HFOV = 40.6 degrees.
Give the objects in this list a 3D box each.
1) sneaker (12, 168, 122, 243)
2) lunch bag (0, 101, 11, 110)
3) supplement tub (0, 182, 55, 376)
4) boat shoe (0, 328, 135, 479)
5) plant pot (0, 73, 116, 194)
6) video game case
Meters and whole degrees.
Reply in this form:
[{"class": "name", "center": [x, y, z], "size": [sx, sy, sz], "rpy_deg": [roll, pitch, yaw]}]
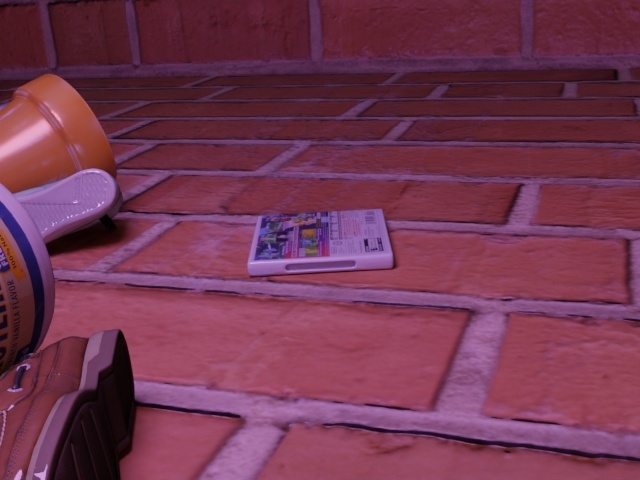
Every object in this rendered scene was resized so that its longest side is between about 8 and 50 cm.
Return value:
[{"class": "sneaker", "center": [-0.405, -0.025, 1.251], "size": [0.256, 0.094, 0.151], "rpy_deg": [-19, -3, -4]}, {"class": "lunch bag", "center": [-0.639, -0.158, 1.563], "size": [0.262, 0.160, 0.223], "rpy_deg": [-3, 18, 39]}, {"class": "supplement tub", "center": [-0.395, 0.073, 0.701], "size": [0.228, 0.228, 0.316], "rpy_deg": [3, 20, 19]}, {"class": "boat shoe", "center": [-0.206, 0.154, 0.637], "size": [0.105, 0.110, 0.307], "rpy_deg": [-9, 9, -4]}, {"class": "plant pot", "center": [-0.453, -0.126, 1.334], "size": [0.188, 0.205, 0.205], "rpy_deg": [-35, 33, -30]}, {"class": "video game case", "center": [0.000, 0.000, 1.170], "size": [0.184, 0.023, 0.201], "rpy_deg": [-3, 19, 1]}]
